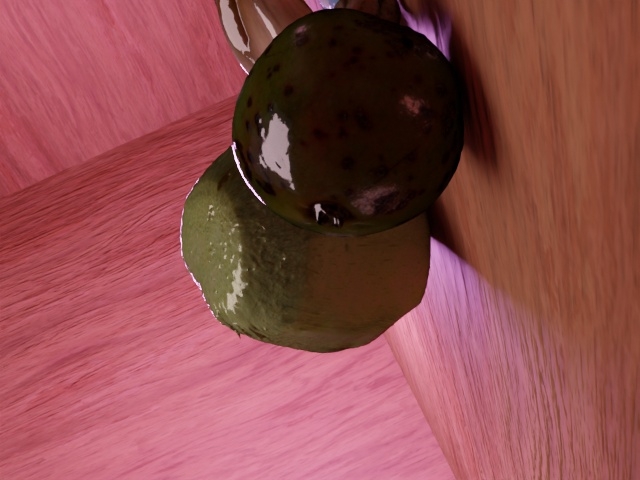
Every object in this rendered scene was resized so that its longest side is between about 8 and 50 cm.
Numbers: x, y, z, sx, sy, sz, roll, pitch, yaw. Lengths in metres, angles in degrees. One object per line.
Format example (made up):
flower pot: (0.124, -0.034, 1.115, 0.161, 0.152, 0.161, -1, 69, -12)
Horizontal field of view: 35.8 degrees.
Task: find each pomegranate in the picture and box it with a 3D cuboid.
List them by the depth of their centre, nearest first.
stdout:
pomegranate: (0.027, -0.114, 0.821, 0.202, 0.202, 0.247, 69, -156, -54)

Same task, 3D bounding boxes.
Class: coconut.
coconut: (0.000, 0.000, 1.243, 0.328, 0.329, 0.281, -125, 40, -79)

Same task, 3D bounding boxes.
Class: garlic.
garlic: (-0.061, -0.276, 1.370, 0.228, 0.110, 0.217, 47, 171, -23)

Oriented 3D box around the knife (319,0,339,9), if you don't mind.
knife: (0.035, -0.239, 1.017, 0.222, 0.031, 0.064, -124, 13, -56)
